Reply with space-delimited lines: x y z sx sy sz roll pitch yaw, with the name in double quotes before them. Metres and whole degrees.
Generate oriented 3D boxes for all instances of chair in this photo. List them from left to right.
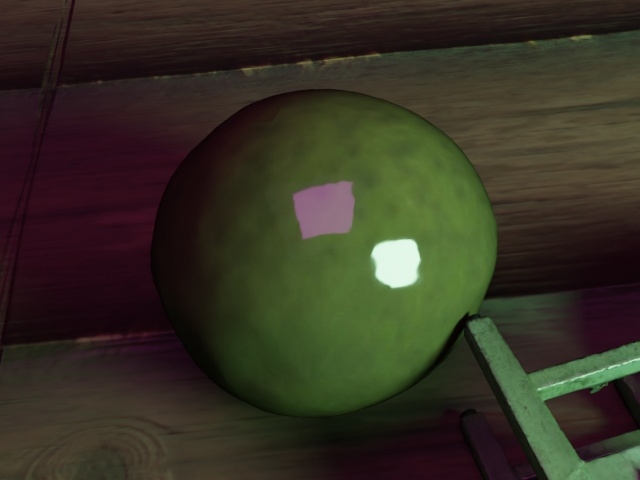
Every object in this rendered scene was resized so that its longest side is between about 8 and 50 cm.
"chair" 0.190 0.163 0.485 0.147 0.136 0.270 -14 47 -6

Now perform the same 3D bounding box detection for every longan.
"longan" 0.000 0.000 0.597 0.248 0.248 0.248 -2 48 3
